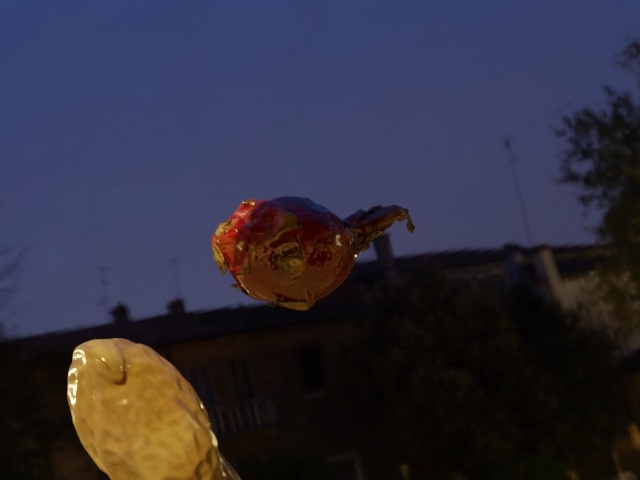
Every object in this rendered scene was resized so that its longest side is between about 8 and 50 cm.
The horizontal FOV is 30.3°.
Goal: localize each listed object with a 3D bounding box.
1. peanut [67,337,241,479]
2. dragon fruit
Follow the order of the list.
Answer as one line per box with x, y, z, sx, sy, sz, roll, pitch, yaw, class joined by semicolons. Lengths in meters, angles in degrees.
-0.107;0.156;0.803;0.085;0.104;0.228;-38;-49;-25;peanut
0.000;0.000;1.302;0.246;0.125;0.125;-18;17;-31;dragon fruit
